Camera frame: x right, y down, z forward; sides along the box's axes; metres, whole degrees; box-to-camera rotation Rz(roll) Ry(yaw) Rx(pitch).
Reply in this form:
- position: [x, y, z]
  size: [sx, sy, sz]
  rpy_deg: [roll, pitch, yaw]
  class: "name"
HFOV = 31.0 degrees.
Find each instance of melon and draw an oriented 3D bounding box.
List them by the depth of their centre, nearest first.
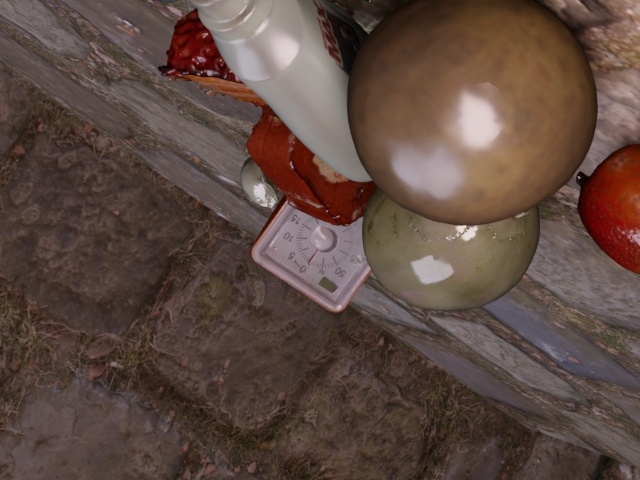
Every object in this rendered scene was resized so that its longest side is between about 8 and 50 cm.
- position: [0.214, -0.018, 1.853]
  size: [0.268, 0.268, 0.330]
  rpy_deg: [35, 153, -18]
  class: "melon"

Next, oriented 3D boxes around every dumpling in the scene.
- position: [-0.143, -0.167, 2.690]
  size: [0.100, 0.169, 0.134]
  rpy_deg: [-3, 131, 8]
  class: "dumpling"

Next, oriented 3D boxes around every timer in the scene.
- position: [0.000, 0.000, 2.618]
  size: [0.257, 0.250, 0.161]
  rpy_deg: [34, 170, -16]
  class: "timer"

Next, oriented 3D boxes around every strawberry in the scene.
- position: [-0.112, -0.300, 1.834]
  size: [0.253, 0.150, 0.280]
  rpy_deg: [14, 178, -30]
  class: "strawberry"

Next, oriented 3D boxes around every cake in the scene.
- position: [0.003, -0.155, 2.093]
  size: [0.151, 0.177, 0.283]
  rpy_deg: [22, 161, 44]
  class: "cake"

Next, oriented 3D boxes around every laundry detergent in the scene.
- position: [-0.036, -0.243, 1.417]
  size: [0.398, 0.125, 0.263]
  rpy_deg: [30, -142, -57]
  class: "laundry detergent"

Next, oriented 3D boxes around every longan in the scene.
- position: [0.174, -0.154, 1.321]
  size: [0.297, 0.297, 0.297]
  rpy_deg: [30, 170, 6]
  class: "longan"

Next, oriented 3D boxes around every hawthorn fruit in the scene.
- position: [0.406, -0.048, 1.467]
  size: [0.188, 0.169, 0.169]
  rpy_deg: [40, 175, 27]
  class: "hawthorn fruit"

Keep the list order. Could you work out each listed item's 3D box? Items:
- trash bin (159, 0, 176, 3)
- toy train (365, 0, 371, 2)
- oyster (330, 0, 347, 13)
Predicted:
- position: [-0.177, -0.404, 1.420]
  size: [0.101, 0.176, 0.236]
  rpy_deg: [33, 167, -3]
  class: "trash bin"
- position: [0.013, -0.350, 1.430]
  size: [0.171, 0.071, 0.111]
  rpy_deg: [27, 178, 17]
  class: "toy train"
- position: [-0.049, -0.353, 1.618]
  size: [0.209, 0.071, 0.133]
  rpy_deg: [13, 167, -12]
  class: "oyster"
